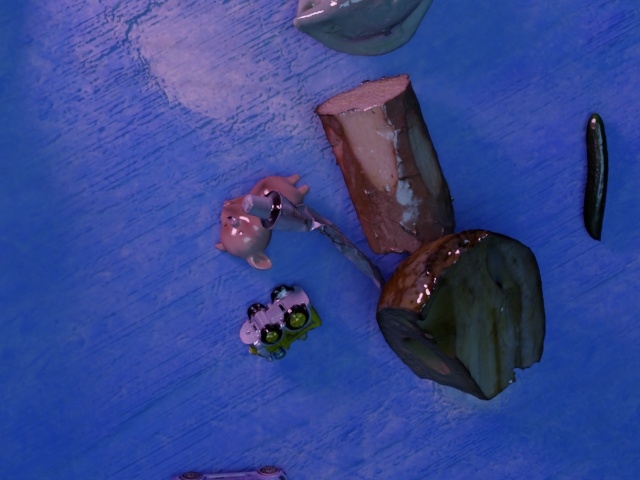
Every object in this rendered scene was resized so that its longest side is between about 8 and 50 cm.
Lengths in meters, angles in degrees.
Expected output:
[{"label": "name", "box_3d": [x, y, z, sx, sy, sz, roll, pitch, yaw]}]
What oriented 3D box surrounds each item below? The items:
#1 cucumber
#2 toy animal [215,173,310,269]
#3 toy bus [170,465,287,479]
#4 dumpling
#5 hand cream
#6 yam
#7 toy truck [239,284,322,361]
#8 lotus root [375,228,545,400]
[{"label": "cucumber", "box_3d": [0.391, -0.088, 1.537, 0.033, 0.036, 0.184, -3, 101, -17]}, {"label": "toy animal", "box_3d": [-0.077, -0.030, 1.447, 0.150, 0.083, 0.089, -46, 116, 1]}, {"label": "toy bus", "box_3d": [-0.125, 0.368, 1.521, 0.167, 0.076, 0.073, -2, 102, -9]}, {"label": "dumpling", "box_3d": [0.071, -0.308, 1.403, 0.216, 0.105, 0.149, -32, 104, -3]}, {"label": "hand cream", "box_3d": [0.002, -0.003, 1.423, 0.257, 0.084, 0.050, 30, 104, -32]}, {"label": "yam", "box_3d": [0.093, -0.091, 1.445, 0.128, 0.129, 0.238, -32, 109, -39]}, {"label": "toy truck", "box_3d": [-0.053, 0.121, 1.491, 0.111, 0.076, 0.077, -36, 124, 0]}, {"label": "lotus root", "box_3d": [0.181, 0.089, 1.445, 0.210, 0.142, 0.314, -42, 138, -20]}]
